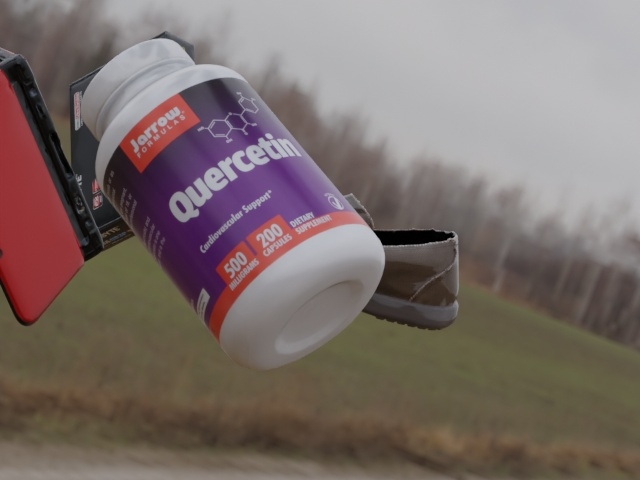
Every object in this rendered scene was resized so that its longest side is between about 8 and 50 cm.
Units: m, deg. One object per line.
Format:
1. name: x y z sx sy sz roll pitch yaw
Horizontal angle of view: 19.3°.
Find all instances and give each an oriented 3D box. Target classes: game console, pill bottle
1. game console: -0.201 -0.039 1.166 0.124 0.085 0.144 25 -39 52
2. pill bottle: -0.095 -0.043 1.822 0.323 0.181 0.181 50 13 23

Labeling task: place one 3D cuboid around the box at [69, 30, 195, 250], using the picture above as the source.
1. box: -0.223 -0.117 2.242 0.175 0.220 0.051 -23 -31 36

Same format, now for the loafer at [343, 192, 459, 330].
1. loafer: 0.000 0.000 2.172 0.366 0.130 0.134 13 12 -23
